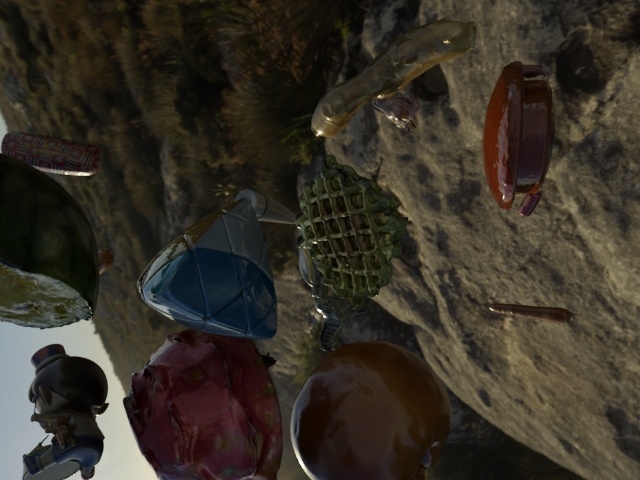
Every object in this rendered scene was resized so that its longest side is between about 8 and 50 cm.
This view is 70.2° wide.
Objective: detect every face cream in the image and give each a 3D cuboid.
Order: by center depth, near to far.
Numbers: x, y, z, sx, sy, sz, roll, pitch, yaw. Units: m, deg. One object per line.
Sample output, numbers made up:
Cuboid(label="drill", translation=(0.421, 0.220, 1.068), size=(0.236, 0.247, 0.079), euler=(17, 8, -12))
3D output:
Cuboid(label="face cream", translation=(-0.165, -0.096, 1.505), size=(0.143, 0.314, 0.089), euler=(20, 89, 24))

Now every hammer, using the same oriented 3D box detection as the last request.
Cuboid(label="hammer", translation=(0.577, -0.104, 1.255), size=(0.043, 0.043, 0.083), euler=(48, 147, 33))

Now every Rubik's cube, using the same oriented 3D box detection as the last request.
Cuboid(label="Rubik's cube", translation=(-0.146, 0.054, 0.756), size=(0.254, 0.254, 0.255), euler=(40, 142, 42))

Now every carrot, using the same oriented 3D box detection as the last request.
Cuboid(label="carrot", translation=(0.588, 0.201, 1.294), size=(0.247, 0.043, 0.043), euler=(-1, 109, 56))

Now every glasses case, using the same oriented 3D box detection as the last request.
Cuboid(label="glasses case", translation=(-0.574, -0.185, 0.974), size=(0.049, 0.194, 0.073), euler=(144, 132, -73))

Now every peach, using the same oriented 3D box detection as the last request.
Cuboid(label="peach", translation=(0.102, 0.381, 0.983), size=(0.301, 0.342, 0.343), euler=(27, 133, 34))

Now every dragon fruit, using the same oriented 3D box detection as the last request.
Cuboid(label="dragon fruit", translation=(-0.250, 0.353, 0.917), size=(0.386, 0.248, 0.371), euler=(56, 137, 30))

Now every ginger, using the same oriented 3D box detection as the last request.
Cuboid(label="ginger", translation=(0.143, -0.380, 1.044), size=(0.122, 0.362, 0.348), euler=(61, 171, -7))

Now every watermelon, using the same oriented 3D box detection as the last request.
Cuboid(label="watermelon", translation=(-0.437, -0.013, 0.609), size=(0.331, 0.330, 0.190), euler=(137, 152, -61))

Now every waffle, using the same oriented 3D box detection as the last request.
Cuboid(label="waffle", translation=(0.058, -0.020, 1.016), size=(0.317, 0.073, 0.297), euler=(44, 132, 31))

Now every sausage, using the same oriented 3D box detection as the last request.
Cuboid(label="sausage", translation=(-0.623, 0.078, 1.231), size=(0.054, 0.183, 0.062), euler=(55, -163, -7))

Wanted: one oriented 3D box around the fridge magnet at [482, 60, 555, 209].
Cuboid(label="fridge magnet", translation=(0.488, -0.257, 1.142), size=(0.155, 0.364, 0.364), euler=(4, 119, 18))

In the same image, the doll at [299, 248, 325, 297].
Cuboid(label="doll", translation=(-0.001, -0.002, 1.238), size=(0.145, 0.103, 0.317), euler=(133, 149, -64))

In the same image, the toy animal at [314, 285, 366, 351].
Cuboid(label="toy animal", translation=(0.035, 0.221, 1.375), size=(0.217, 0.176, 0.073), euler=(57, 173, -20))

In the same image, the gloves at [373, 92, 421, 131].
Cuboid(label="gloves", translation=(0.226, -0.389, 1.333), size=(0.144, 0.094, 0.110), euler=(29, 178, -13))

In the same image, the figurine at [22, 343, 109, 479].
Cuboid(label="figurine", translation=(-0.513, 0.335, 0.915), size=(0.161, 0.158, 0.276), euler=(52, -171, -47))
